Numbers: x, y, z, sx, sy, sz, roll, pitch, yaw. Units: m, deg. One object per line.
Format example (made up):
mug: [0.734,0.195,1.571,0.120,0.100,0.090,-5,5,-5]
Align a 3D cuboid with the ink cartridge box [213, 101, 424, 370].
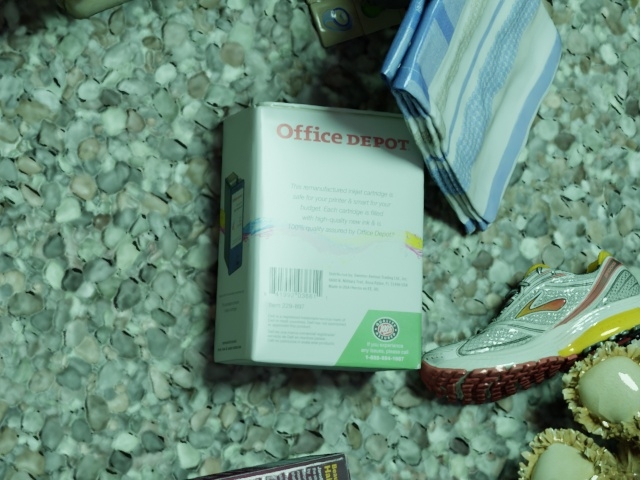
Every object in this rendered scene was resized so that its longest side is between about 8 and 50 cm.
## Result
ink cartridge box: [0.000,0.000,1.615,0.154,0.093,0.212,4,84,-23]

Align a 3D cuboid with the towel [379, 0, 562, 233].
towel: [0.134,-0.150,1.620,0.034,0.285,0.209,16,72,25]

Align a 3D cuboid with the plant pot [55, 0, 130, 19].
plant pot: [-0.108,-0.333,1.501,0.305,0.334,0.333,-29,96,-8]

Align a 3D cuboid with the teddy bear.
teddy bear: [0.325,0.218,1.711,0.338,0.113,0.245,11,90,-20]

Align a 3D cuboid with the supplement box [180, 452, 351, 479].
supplement box: [-0.069,0.238,1.566,0.188,0.081,0.104,-9,87,-23]

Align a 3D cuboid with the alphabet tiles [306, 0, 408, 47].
alphabet tiles: [0.049,-0.309,1.716,0.198,0.009,0.237,-20,92,-23]

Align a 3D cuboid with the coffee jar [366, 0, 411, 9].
coffee jar: [0.100,-0.282,1.677,0.079,0.096,0.184,46,69,-13]

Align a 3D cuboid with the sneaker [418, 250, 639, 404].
sneaker: [0.181,0.076,1.698,0.225,0.088,0.092,-19,71,-23]
